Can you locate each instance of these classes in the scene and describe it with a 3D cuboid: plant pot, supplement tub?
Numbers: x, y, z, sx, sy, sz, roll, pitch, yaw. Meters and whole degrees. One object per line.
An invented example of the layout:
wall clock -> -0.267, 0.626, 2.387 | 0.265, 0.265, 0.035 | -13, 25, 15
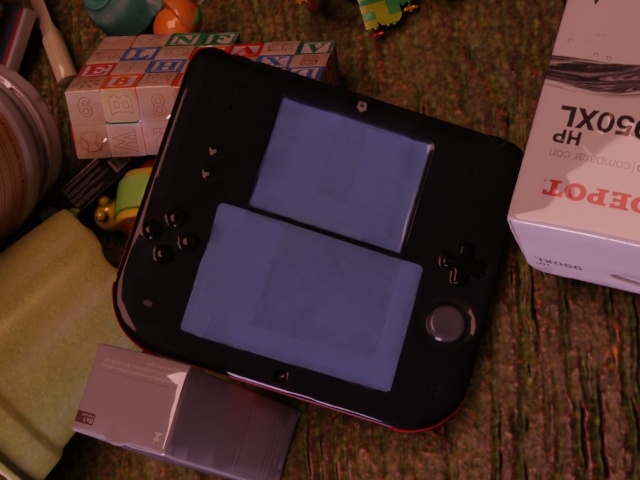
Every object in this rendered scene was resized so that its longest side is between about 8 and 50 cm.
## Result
plant pot -> -0.326, 0.109, 1.759 | 0.254, 0.276, 0.276 | -44, 57, -7
supplement tub -> -0.463, -0.069, 1.733 | 0.228, 0.316, 0.228 | 12, 118, 24

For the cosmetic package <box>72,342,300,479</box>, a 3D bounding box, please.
cosmetic package -> -0.138, 0.191, 1.623 | 0.127, 0.238, 0.107 | 11, 76, 29

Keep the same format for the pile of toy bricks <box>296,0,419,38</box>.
pile of toy bricks -> 0.063, -0.294, 1.807 | 0.212, 0.118, 0.105 | -16, 92, 3

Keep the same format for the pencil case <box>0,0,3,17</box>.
pencil case -> -0.545, -0.204, 1.994 | 0.167, 0.160, 0.386 | 26, 97, 34

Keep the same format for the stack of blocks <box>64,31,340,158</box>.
stack of blocks -> -0.129, -0.175, 1.790 | 0.297, 0.087, 0.171 | -1, 28, 11

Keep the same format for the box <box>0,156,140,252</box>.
box -> -0.305, -0.052, 1.881 | 0.207, 0.114, 0.036 | -41, 98, 6

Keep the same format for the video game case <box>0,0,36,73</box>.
video game case -> -0.526, -0.251, 2.096 | 0.285, 0.025, 0.204 | 20, 93, 32

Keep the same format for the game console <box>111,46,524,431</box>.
game console -> 0.000, 0.000, 1.622 | 0.386, 0.060, 0.342 | 18, 79, -3

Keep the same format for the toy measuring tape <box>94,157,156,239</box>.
toy measuring tape -> -0.132, -0.043, 1.787 | 0.330, 0.121, 0.121 | -3, 69, 26

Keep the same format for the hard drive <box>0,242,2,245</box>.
hard drive -> -0.511, -0.026, 1.937 | 0.307, 0.203, 0.040 | -53, 17, -1

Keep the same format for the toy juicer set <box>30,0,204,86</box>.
toy juicer set -> -0.255, -0.290, 1.975 | 0.329, 0.089, 0.209 | -11, 83, 40

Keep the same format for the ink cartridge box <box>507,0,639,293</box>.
ink cartridge box -> 0.378, -0.147, 1.515 | 0.285, 0.166, 0.395 | 12, 77, 20
